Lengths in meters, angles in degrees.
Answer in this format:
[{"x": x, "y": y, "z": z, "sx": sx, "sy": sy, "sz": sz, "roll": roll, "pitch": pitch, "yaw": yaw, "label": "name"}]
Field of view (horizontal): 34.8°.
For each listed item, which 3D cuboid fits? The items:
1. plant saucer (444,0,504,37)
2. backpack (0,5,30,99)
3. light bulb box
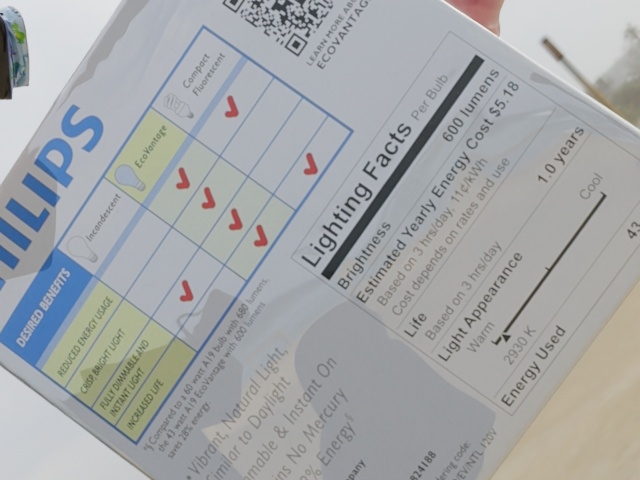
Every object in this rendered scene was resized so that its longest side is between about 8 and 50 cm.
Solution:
[{"x": 0.068, "y": -0.305, "z": 0.988, "sx": 0.084, "sy": 0.332, "sz": 0.332, "roll": -40, "pitch": -5, "yaw": 27, "label": "plant saucer"}, {"x": -0.364, "y": -0.210, "z": 1.106, "sx": 0.084, "sy": 0.114, "sz": 0.105, "roll": -16, "pitch": -55, "yaw": -29, "label": "backpack"}, {"x": 0.000, "y": 0.000, "z": 0.723, "sx": 0.357, "sy": 0.361, "sz": 0.225, "roll": -55, "pitch": -6, "yaw": 7, "label": "light bulb box"}]
